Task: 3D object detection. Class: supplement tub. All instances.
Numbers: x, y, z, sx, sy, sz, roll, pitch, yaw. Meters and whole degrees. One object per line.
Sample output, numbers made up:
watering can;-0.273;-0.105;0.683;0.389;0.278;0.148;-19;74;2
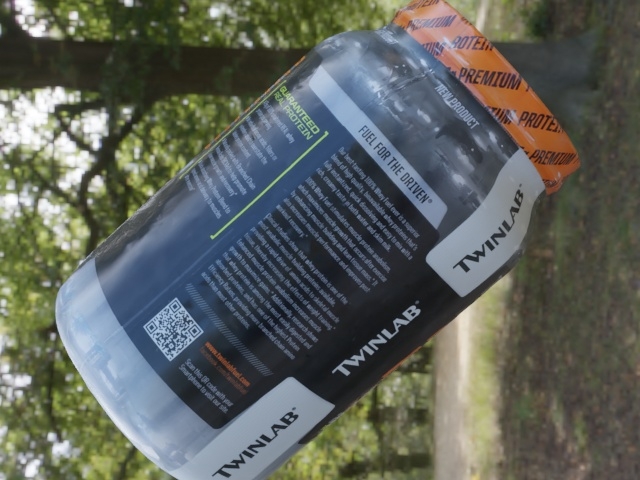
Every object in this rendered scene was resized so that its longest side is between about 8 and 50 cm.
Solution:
supplement tub;0.000;0.000;0.696;0.207;0.338;0.207;47;-172;-8
